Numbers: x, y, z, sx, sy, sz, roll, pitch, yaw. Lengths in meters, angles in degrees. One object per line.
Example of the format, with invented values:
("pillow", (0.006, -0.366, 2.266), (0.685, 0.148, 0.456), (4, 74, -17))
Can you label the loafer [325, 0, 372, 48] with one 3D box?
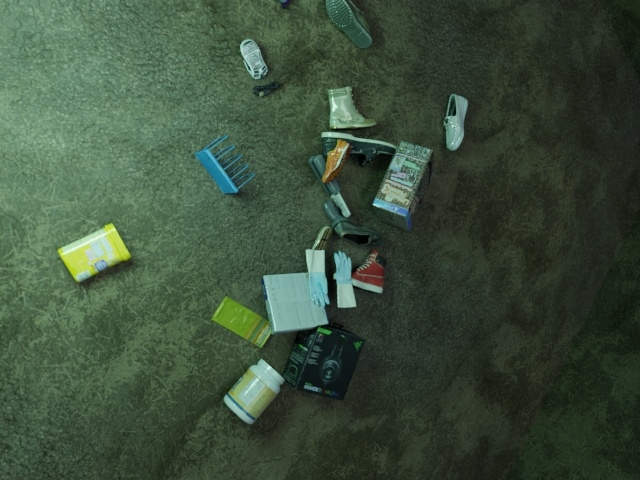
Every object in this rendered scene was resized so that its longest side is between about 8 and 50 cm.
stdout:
("loafer", (0.114, -0.862, 1.766), (0.251, 0.094, 0.088), (40, 51, -37))

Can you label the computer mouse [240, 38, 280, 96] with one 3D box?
("computer mouse", (-0.226, -0.615, 1.618), (0.106, 0.042, 0.193), (-34, 117, -18))

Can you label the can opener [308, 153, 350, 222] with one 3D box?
("can opener", (0.026, -0.195, 1.790), (0.095, 0.076, 0.284), (-40, 112, -21))

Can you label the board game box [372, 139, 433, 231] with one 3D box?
("board game box", (0.346, -0.218, 1.868), (0.291, 0.141, 0.232), (-66, 161, -7))

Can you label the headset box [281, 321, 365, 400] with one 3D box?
("headset box", (0.018, 0.464, 1.830), (0.246, 0.131, 0.283), (26, 82, -30))

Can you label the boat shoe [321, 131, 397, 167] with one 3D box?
("boat shoe", (0.158, -0.350, 1.819), (0.339, 0.127, 0.113), (5, 95, -29))

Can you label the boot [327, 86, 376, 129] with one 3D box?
("boot", (0.127, -0.526, 1.810), (0.213, 0.077, 0.165), (-10, 99, -26))

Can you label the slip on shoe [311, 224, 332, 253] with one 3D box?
("slip on shoe", (0.000, 0.000, 1.819), (0.051, 0.041, 0.135), (15, 107, -31))

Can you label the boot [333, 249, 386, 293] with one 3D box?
("boot", (0.169, 0.115, 1.911), (0.244, 0.088, 0.176), (16, 79, -29))

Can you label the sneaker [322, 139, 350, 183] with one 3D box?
("sneaker", (0.051, -0.297, 1.725), (0.175, 0.067, 0.064), (-60, 157, 4))

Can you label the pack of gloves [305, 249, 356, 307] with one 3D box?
("pack of gloves", (0.049, 0.144, 1.773), (0.194, 0.046, 0.232), (2, 71, -24))

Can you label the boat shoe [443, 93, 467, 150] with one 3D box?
("boat shoe", (0.601, -0.540, 2.080), (0.084, 0.095, 0.258), (15, 78, -26))

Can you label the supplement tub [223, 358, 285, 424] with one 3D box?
("supplement tub", (-0.242, 0.555, 1.684), (0.200, 0.144, 0.144), (-48, 116, -17))

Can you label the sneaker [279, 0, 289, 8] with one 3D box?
("sneaker", (-0.088, -0.945, 1.651), (0.224, 0.083, 0.098), (-48, 139, -14))

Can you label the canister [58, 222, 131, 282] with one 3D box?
("canister", (-0.695, 0.039, 1.405), (0.169, 0.073, 0.126), (-30, 109, -22))

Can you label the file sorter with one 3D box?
("file sorter", (-0.322, -0.260, 1.559), (0.104, 0.118, 0.170), (-43, 114, -22))

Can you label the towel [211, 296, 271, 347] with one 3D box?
("towel", (-0.284, 0.307, 1.702), (0.237, 0.021, 0.102), (37, 76, -28))

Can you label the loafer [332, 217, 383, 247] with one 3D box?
("loafer", (0.160, -0.010, 1.860), (0.267, 0.084, 0.096), (19, 124, -36))

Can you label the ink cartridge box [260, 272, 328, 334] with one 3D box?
("ink cartridge box", (-0.098, 0.232, 1.726), (0.223, 0.045, 0.224), (-2, 64, -27))
